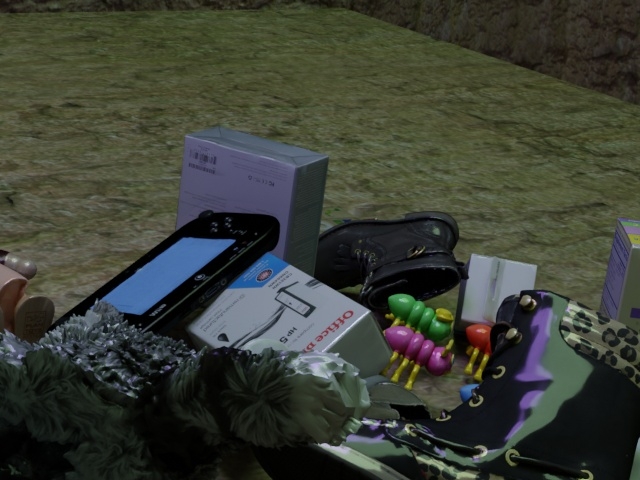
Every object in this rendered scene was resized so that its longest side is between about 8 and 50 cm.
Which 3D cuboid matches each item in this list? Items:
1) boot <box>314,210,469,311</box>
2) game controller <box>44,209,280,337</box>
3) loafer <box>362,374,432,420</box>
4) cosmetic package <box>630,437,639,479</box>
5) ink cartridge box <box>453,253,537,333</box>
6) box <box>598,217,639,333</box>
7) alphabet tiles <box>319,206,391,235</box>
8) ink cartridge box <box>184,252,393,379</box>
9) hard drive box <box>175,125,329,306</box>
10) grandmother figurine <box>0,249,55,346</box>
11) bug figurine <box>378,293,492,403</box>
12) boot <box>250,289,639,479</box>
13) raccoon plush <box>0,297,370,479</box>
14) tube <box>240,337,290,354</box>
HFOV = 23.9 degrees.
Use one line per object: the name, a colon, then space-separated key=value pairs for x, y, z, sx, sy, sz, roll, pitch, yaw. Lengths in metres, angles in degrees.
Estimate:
boot: x=0.076 y=0.039 z=2.050 sx=0.263 sy=0.091 sz=0.229 roll=-18 pitch=16 yaw=14
game controller: x=-0.189 y=0.053 z=1.870 sx=0.166 sy=0.067 sz=0.319 roll=-7 pitch=25 yaw=47
loafer: x=0.045 y=0.205 z=1.643 sx=0.087 sy=0.094 sz=0.251 roll=12 pitch=18 yaw=27
cosmetic package: x=0.309 y=0.260 z=1.603 sx=0.231 sy=0.085 sz=0.117 roll=9 pitch=19 yaw=10
ink cartridge box: x=0.233 y=0.077 z=2.020 sx=0.090 sy=0.092 sz=0.143 roll=9 pitch=-10 yaw=1
box: x=0.452 y=0.114 z=1.848 sx=0.213 sy=0.243 sz=0.117 roll=7 pitch=19 yaw=0
alphabet tiles: x=0.000 y=0.000 z=2.376 sx=0.342 sy=0.011 sz=0.285 roll=-3 pitch=22 yaw=-30
ink cartridge box: x=-0.038 y=0.119 z=1.786 sx=0.148 sy=0.086 sz=0.203 roll=-42 pitch=40 yaw=-19
hard drive box: x=-0.099 y=-0.019 z=2.039 sx=0.181 sy=0.232 sz=0.089 roll=18 pitch=20 yaw=26
grandmother figurine: x=-0.465 y=0.039 z=1.939 sx=0.208 sy=0.104 sz=0.342 roll=3 pitch=20 yaw=-42
bug figurine: x=0.172 y=0.146 z=1.853 sx=0.216 sy=0.072 sz=0.279 roll=27 pitch=19 yaw=-3
boot: x=0.149 y=0.177 z=1.509 sx=0.377 sy=0.138 sz=0.284 roll=17 pitch=53 yaw=17
raccoon plush: x=-0.125 y=0.165 z=1.464 sx=0.446 sy=0.216 sz=0.299 roll=1 pitch=13 yaw=20
tube: x=-0.077 y=0.171 z=1.588 sx=0.070 sy=0.240 sz=0.062 roll=41 pitch=64 yaw=6
